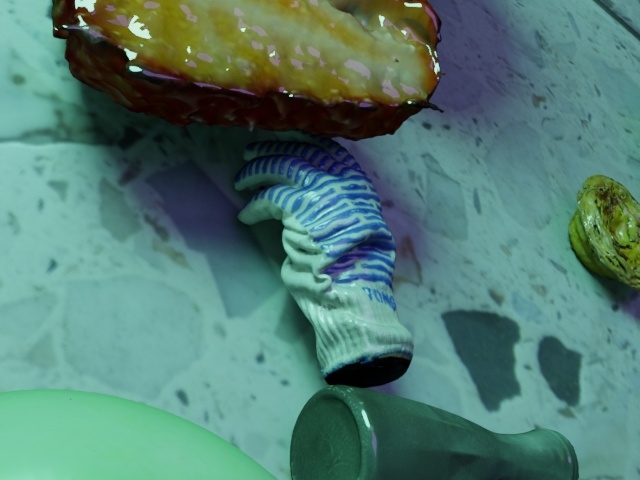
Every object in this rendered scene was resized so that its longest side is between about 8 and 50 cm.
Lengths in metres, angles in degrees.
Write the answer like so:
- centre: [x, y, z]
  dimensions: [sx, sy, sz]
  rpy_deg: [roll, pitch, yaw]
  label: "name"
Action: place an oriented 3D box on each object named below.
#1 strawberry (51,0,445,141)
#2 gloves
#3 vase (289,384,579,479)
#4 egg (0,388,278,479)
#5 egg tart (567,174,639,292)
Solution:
- centre: [-0.068, -0.181, 0.697]
  dimensions: [0.280, 0.150, 0.253]
  rpy_deg: [4, 64, -26]
  label: "strawberry"
- centre: [0.006, 0.000, 0.676]
  dimensions: [0.229, 0.097, 0.119]
  rpy_deg: [63, 13, 26]
  label: "gloves"
- centre: [0.088, 0.151, 0.632]
  dimensions: [0.214, 0.086, 0.086]
  rpy_deg: [13, 53, -35]
  label: "vase"
- centre: [-0.093, 0.179, 0.373]
  dimensions: [0.269, 0.220, 0.220]
  rpy_deg: [28, 47, -19]
  label: "egg"
- centre: [0.287, -0.002, 0.906]
  dimensions: [0.128, 0.049, 0.129]
  rpy_deg: [23, 49, -30]
  label: "egg tart"
